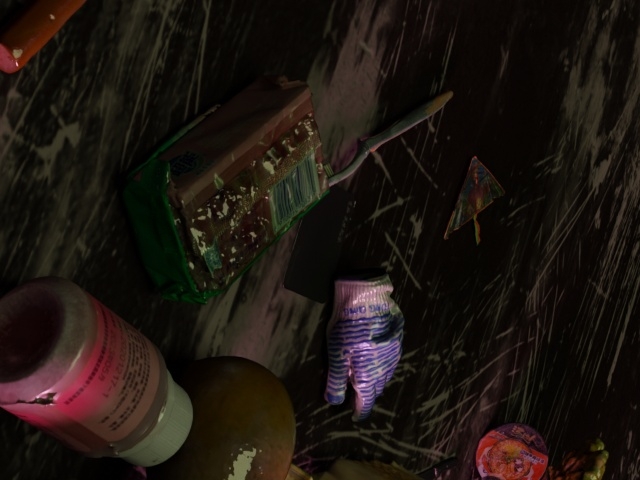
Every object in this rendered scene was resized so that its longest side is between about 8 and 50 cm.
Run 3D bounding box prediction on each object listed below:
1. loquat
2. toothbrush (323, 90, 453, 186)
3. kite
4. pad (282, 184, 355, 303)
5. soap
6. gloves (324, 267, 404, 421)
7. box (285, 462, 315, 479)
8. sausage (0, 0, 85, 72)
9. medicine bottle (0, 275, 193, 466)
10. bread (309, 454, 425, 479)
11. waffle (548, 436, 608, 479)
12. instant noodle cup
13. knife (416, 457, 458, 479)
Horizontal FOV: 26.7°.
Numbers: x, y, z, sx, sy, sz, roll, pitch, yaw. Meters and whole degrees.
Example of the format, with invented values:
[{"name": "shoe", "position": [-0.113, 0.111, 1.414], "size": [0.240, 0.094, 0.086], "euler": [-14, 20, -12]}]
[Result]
[{"name": "loquat", "position": [-0.116, 0.235, 1.545], "size": [0.227, 0.179, 0.179], "euler": [-80, 158, -50]}, {"name": "toothbrush", "position": [0.087, -0.142, 1.864], "size": [0.375, 0.028, 0.037], "euler": [-34, 97, -46]}, {"name": "kite", "position": [0.244, -0.061, 2.130], "size": [0.190, 0.010, 0.159], "euler": [-32, 127, -44]}, {"name": "pad", "position": [0.000, 0.000, 1.805], "size": [0.112, 0.003, 0.157], "euler": [26, 78, -55]}, {"name": "soap", "position": [-0.096, -0.059, 1.565], "size": [0.273, 0.098, 0.218], "euler": [-44, 133, -39]}, {"name": "gloves", "position": [0.058, 0.147, 1.868], "size": [0.119, 0.097, 0.229], "euler": [-9, 116, -22]}, {"name": "box", "position": [-0.095, 0.430, 1.672], "size": [0.311, 0.043, 0.173], "euler": [-52, 153, -12]}, {"name": "sausage", "position": [-0.272, -0.218, 1.315], "size": [0.039, 0.041, 0.131], "euler": [49, 57, -24]}, {"name": "medicine bottle", "position": [-0.236, 0.145, 1.390], "size": [0.247, 0.147, 0.147], "euler": [47, 62, -51]}, {"name": "bread", "position": [0.109, 0.448, 1.884], "size": [0.316, 0.270, 0.211], "euler": [14, 103, -62]}, {"name": "waffle", "position": [0.404, 0.476, 2.360], "size": [0.301, 0.058, 0.281], "euler": [-51, 178, -44]}, {"name": "instant noodle cup", "position": [0.342, 0.393, 2.322], "size": [0.127, 0.127, 0.135], "euler": [-65, 152, -18]}, {"name": "knife", "position": [0.174, 0.376, 2.164], "size": [0.170, 0.010, 0.023], "euler": [-10, 102, -52]}]
